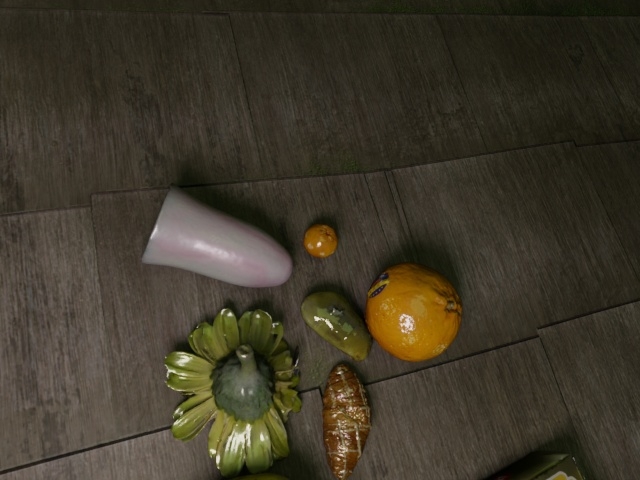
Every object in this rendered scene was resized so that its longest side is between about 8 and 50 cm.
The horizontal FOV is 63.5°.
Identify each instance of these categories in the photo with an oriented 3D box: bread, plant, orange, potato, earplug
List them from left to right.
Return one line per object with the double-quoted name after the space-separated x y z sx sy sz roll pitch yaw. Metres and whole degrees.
-0.198 0.014 1.086 0.301 0.172 0.173 21 65 -16 "earplug"
-0.127 0.256 0.994 0.306 0.297 0.261 48 32 21 "plant"
0.000 0.000 1.193 0.083 0.070 0.083 9 64 -18 "orange"
0.041 0.183 1.130 0.188 0.085 0.105 47 66 -1 "potato"
0.057 0.370 1.068 0.104 0.076 0.233 7 69 -13 "bread"
0.203 0.152 1.126 0.219 0.193 0.219 41 29 -29 "orange"

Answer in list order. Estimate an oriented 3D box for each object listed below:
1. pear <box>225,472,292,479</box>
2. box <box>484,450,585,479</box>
-0.112 0.546 0.840 0.294 0.294 0.295 6 68 -15 "pear"
0.424 0.696 1.025 0.372 0.138 0.421 -16 76 -22 "box"
